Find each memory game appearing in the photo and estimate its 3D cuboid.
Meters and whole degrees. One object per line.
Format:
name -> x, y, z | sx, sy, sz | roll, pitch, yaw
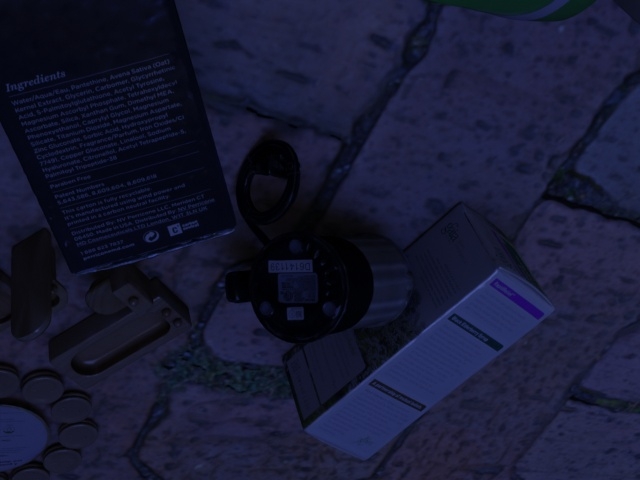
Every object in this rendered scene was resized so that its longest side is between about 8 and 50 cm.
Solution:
memory game -> -0.299, 0.179, 0.822 | 0.186, 0.012, 0.186 | -10, 132, -11

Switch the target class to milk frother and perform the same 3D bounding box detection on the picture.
milk frother -> 0.000, 0.000, 0.721 | 0.135, 0.129, 0.143 | -1, 106, -64

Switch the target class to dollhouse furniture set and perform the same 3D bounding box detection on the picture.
dollhouse furniture set -> -0.195, 0.089, 0.704 | 0.144, 0.123, 0.151 | -30, 132, 8

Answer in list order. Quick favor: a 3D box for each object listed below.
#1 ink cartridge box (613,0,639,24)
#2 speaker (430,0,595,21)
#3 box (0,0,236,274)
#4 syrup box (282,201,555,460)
ink cartridge box -> 0.327, -0.282, 0.558 | 0.223, 0.129, 0.307 | 1, 129, -22
speaker -> 0.040, -0.223, 0.517 | 0.297, 0.131, 0.131 | 12, 124, -27
box -> -0.134, -0.111, 0.534 | 0.108, 0.153, 0.207 | -16, 133, -6
syrup box -> 0.084, 0.087, 0.818 | 0.237, 0.093, 0.096 | -42, 129, 18
